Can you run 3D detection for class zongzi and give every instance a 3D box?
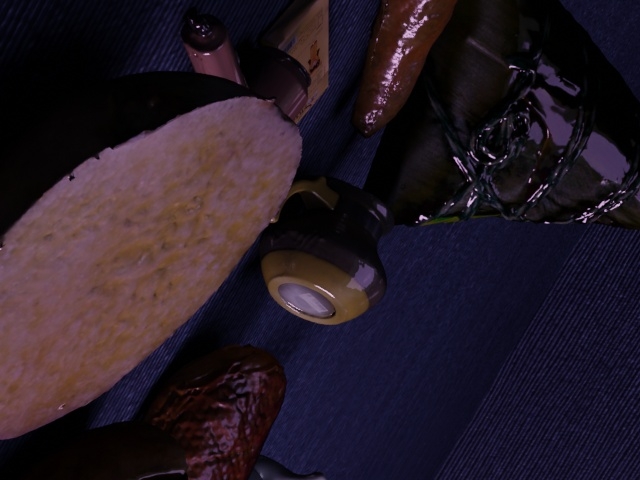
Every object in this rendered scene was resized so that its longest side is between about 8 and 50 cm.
[{"bbox_3d":[0.200,-0.156,1.699,0.384,0.362,0.319,19,108,-34],"label":"zongzi"}]

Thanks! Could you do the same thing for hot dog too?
[{"bbox_3d":[-0.115,0.207,1.524,0.226,0.099,0.160,-66,157,-17],"label":"hot dog"}]

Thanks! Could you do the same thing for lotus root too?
[{"bbox_3d":[-0.193,0.252,1.282,0.180,0.188,0.199,4,87,-47],"label":"lotus root"}]

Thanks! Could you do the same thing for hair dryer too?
[{"bbox_3d":[-0.068,-0.121,1.165,0.117,0.064,0.181,-53,158,-17],"label":"hair dryer"}]

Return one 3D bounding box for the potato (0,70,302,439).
[{"bbox_3d":[-0.159,-0.011,1.005,0.299,0.116,0.239,-48,159,7],"label":"potato"}]

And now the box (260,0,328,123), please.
[{"bbox_3d":[-0.021,-0.147,1.313,0.073,0.020,0.149,-51,163,-23],"label":"box"}]

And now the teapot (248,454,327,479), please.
[{"bbox_3d":[-0.128,0.322,1.672,0.294,0.129,0.193,-46,160,-34],"label":"teapot"}]

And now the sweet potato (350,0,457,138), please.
[{"bbox_3d":[0.081,-0.205,1.420,0.075,0.075,0.273,-42,161,-43],"label":"sweet potato"}]

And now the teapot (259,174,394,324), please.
[{"bbox_3d":[0.000,0.000,1.499,0.165,0.130,0.119,50,53,-40],"label":"teapot"}]
